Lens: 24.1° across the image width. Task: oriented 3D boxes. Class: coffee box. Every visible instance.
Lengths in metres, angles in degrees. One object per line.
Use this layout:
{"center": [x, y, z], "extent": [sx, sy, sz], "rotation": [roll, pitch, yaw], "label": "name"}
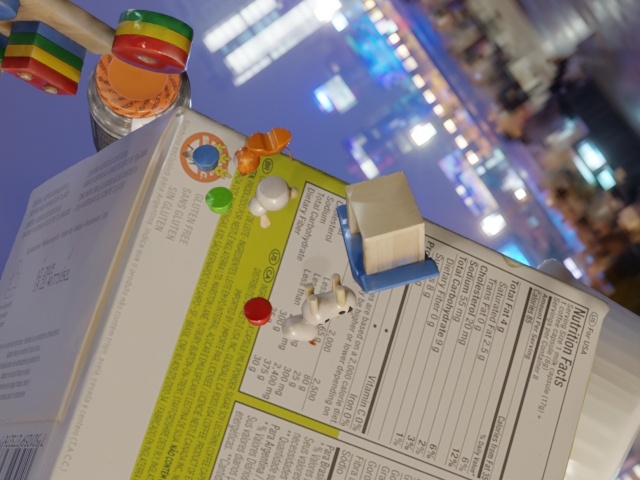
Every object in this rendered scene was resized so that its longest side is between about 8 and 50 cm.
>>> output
{"center": [-0.060, 0.153, 1.040], "extent": [0.334, 0.338, 0.337], "rotation": [23, 164, -22], "label": "coffee box"}

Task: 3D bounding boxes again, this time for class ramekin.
{"center": [0.194, 0.167, 1.288], "extent": [0.135, 0.277, 0.277], "rotation": [26, 179, 15], "label": "ramekin"}

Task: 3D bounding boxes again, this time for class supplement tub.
{"center": [-0.205, -0.149, 1.708], "extent": [0.117, 0.117, 0.190], "rotation": [57, 166, 13], "label": "supplement tub"}

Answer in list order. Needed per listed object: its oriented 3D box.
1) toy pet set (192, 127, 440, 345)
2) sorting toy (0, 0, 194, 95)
{"center": [0.000, 0.000, 0.833], "extent": [0.065, 0.114, 0.122], "rotation": [85, 169, -56], "label": "toy pet set"}
{"center": [-0.220, -0.129, 0.913], "extent": [0.132, 0.274, 0.046], "rotation": [29, -109, -56], "label": "sorting toy"}
